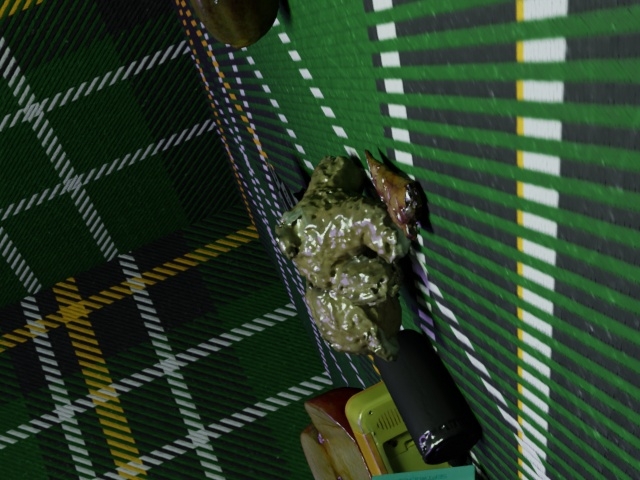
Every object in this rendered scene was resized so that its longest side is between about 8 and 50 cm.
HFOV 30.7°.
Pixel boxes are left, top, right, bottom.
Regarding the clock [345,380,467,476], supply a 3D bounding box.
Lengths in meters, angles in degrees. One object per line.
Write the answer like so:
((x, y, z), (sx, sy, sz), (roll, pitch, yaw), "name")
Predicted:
((0.138, 0.324, 1.862), (0.096, 0.143, 0.202), (-156, 43, -77), "clock")

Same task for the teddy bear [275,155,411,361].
((0.042, 0.041, 1.581), (0.256, 0.156, 0.267), (67, 172, -26), "teddy bear")

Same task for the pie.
((0.090, -0.049, 1.379), (0.170, 0.034, 0.092), (-132, 23, -68), "pie")

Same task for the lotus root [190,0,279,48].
((-0.131, -0.375, 1.582), (0.123, 0.124, 0.241), (-104, -5, -60), "lotus root")

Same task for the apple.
((0.085, 0.456, 2.204), (0.329, 0.295, 0.365), (22, -150, -54), "apple")

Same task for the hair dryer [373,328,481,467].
((0.169, 0.268, 1.720), (0.197, 0.089, 0.251), (60, 178, 39), "hair dryer")

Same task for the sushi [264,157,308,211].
((0.000, 0.000, 2.185), (0.292, 0.059, 0.294), (-129, 16, -65), "sushi")

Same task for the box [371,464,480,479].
((0.185, 0.435, 1.791), (0.041, 0.162, 0.229), (-81, -23, -47), "box")
